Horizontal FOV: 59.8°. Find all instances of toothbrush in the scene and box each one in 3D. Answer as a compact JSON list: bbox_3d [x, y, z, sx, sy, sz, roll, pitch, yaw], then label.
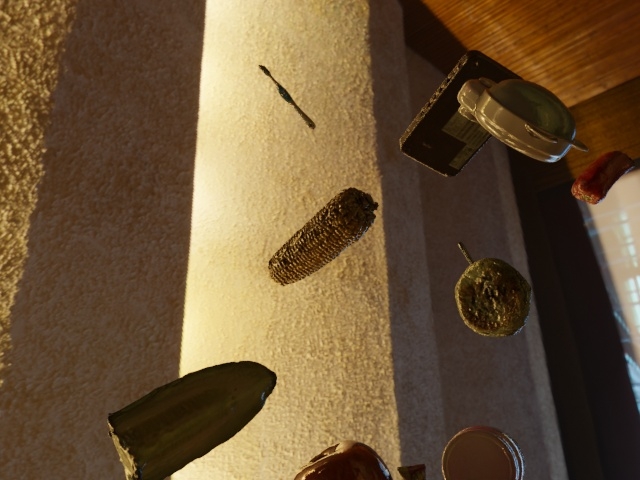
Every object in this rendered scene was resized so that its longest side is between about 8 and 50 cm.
[{"bbox_3d":[0.476,0.098,1.674,0.016,0.019,0.219,-24,-106,-17],"label":"toothbrush"},{"bbox_3d":[-0.053,-0.232,0.898,0.162,0.014,0.017,52,-160,22],"label":"toothbrush"}]

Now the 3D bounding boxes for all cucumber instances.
[{"bbox_3d":[-0.236,0.336,1.072,0.325,0.145,0.105,-24,-47,-38],"label":"cucumber"}]

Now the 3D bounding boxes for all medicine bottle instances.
[{"bbox_3d":[0.481,0.656,1.636,0.388,0.219,0.219,41,-139,-61],"label":"medicine bottle"}]

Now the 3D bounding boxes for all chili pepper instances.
[{"bbox_3d":[0.570,-0.128,1.133,0.123,0.073,0.070,-43,-39,-14],"label":"chili pepper"}]

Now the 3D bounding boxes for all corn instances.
[{"bbox_3d":[0.000,0.000,1.240,0.115,0.318,0.115,30,-143,-26],"label":"corn"}]

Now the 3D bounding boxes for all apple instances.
[{"bbox_3d":[0.061,0.570,1.221,0.253,0.253,0.253,25,-125,-41],"label":"apple"}]

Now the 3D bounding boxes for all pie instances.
[{"bbox_3d":[0.391,0.132,1.272,0.041,0.187,0.187,-9,-101,-47],"label":"pie"}]

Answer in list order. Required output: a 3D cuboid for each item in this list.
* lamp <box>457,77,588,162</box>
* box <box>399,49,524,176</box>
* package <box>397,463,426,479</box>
[{"bbox_3d":[0.352,-0.230,0.988,0.179,0.108,0.246,7,-150,-40],"label":"lamp"},{"bbox_3d":[0.401,-0.351,1.590,0.211,0.350,0.058,23,-142,-18],"label":"box"},{"bbox_3d":[0.181,0.477,1.072,0.059,0.029,0.083,0,-113,-12],"label":"package"}]
